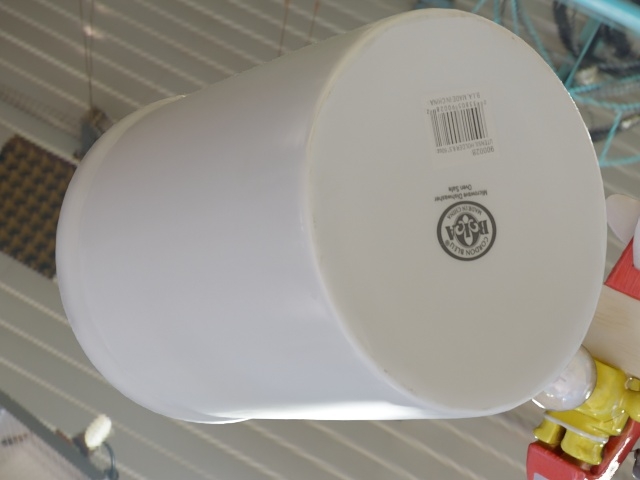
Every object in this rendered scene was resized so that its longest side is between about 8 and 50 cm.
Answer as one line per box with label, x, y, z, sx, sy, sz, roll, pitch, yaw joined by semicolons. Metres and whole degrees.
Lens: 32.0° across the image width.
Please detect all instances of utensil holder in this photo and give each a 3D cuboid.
utensil holder;0.000;0.000;0.961;0.327;0.385;0.327;5;-98;-36

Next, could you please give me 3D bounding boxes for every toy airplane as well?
toy airplane;0.345;0.125;1.338;0.272;0.386;0.384;-6;-109;-48
